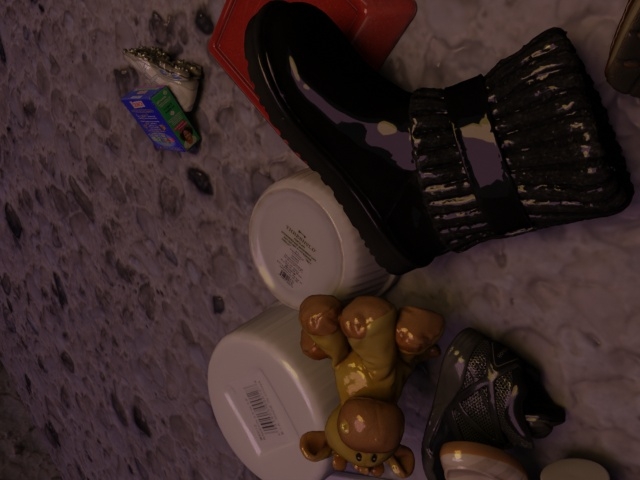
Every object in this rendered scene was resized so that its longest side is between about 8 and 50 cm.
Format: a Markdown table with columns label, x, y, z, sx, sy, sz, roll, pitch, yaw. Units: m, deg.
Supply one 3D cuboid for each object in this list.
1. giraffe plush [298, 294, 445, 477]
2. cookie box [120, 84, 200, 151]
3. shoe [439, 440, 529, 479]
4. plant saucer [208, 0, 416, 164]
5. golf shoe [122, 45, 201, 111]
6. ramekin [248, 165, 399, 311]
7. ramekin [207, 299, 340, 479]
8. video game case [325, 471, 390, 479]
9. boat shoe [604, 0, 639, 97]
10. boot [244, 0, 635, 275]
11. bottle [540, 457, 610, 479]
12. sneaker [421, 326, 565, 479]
| label | x | y | z | sx | sy | sz | roll | pitch | yaw |
| --- | --- | --- | --- | --- | --- | --- | --- | --- | --- |
| giraffe plush | 0.052 | 0.179 | 0.592 | 0.182 | 0.170 | 0.210 | 1 | 150 | 20 |
| cookie box | -0.266 | -0.203 | 0.847 | 0.092 | 0.040 | 0.107 | 13 | 145 | 39 |
| shoe | 0.199 | 0.289 | 0.555 | 0.077 | 0.058 | 0.219 | -24 | 123 | 30 |
| plant saucer | -0.042 | -0.272 | 0.661 | 0.259 | 0.048 | 0.258 | 52 | 130 | 16 |
| golf shoe | -0.274 | -0.272 | 0.850 | 0.176 | 0.069 | 0.085 | 33 | 129 | 30 |
| ramekin | 0.000 | 0.000 | 0.671 | 0.207 | 0.109 | 0.207 | 14 | 113 | 37 |
| ramekin | -0.047 | 0.234 | 0.770 | 0.277 | 0.135 | 0.277 | 14 | 113 | 37 |
| video game case | 0.077 | 0.445 | 0.811 | 0.157 | 0.019 | 0.143 | -14 | 94 | 43 |
| boat shoe | 0.307 | -0.246 | 0.325 | 0.123 | 0.119 | 0.324 | 15 | 139 | -2 |
| boot | 0.106 | -0.139 | 0.495 | 0.260 | 0.131 | 0.348 | -26 | 106 | 45 |
| bottle | 0.298 | 0.376 | 0.531 | 0.092 | 0.118 | 0.282 | -160 | 55 | -82 |
| sneaker | 0.196 | 0.227 | 0.590 | 0.130 | 0.087 | 0.227 | 25 | 115 | 38 |
